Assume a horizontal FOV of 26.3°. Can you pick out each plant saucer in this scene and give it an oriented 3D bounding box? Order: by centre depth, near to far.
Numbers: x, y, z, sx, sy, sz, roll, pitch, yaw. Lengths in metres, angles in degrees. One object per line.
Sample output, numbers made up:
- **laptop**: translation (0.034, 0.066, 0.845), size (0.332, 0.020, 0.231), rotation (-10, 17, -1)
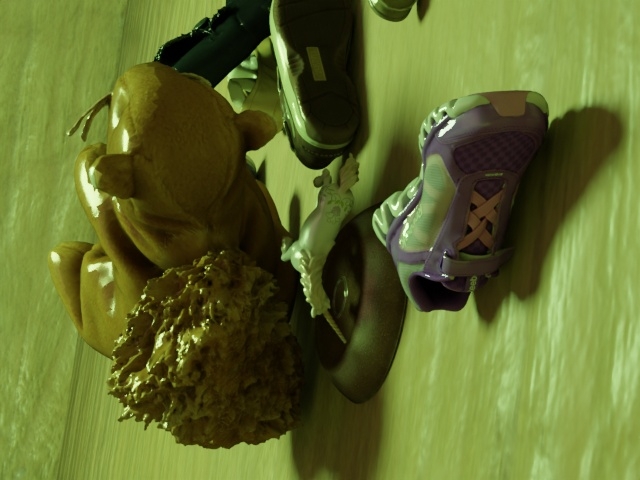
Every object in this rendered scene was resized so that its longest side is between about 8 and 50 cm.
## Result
- **plant saucer**: translation (0.033, 0.057, 1.323), size (0.198, 0.036, 0.199), rotation (-171, 90, -73)

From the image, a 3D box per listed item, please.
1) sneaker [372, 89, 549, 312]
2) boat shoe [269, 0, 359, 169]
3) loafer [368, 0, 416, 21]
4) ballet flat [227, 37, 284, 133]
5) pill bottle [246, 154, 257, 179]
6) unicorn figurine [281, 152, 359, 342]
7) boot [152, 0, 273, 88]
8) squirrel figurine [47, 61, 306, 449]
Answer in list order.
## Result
- **sneaker**: translation (0.111, -0.021, 1.022), size (0.236, 0.095, 0.105), rotation (116, 151, -57)
- **boat shoe**: translation (-0.015, -0.192, 1.531), size (0.095, 0.095, 0.257), rotation (111, 161, -53)
- **loafer**: translation (0.078, -0.286, 1.327), size (0.050, 0.056, 0.148), rotation (146, 131, -77)
- **ballet flat**: translation (-0.089, -0.217, 1.823), size (0.232, 0.073, 0.080), rotation (-109, 30, -60)
- **pill bottle**: translation (-0.131, -0.032, 1.826), size (0.094, 0.094, 0.169), rotation (120, 154, -51)
- **unicorn figurine**: translation (0.000, 0.000, 1.293), size (0.111, 0.060, 0.162), rotation (-123, 42, -73)
- **boot**: translation (-0.135, -0.281, 1.804), size (0.207, 0.094, 0.246), rotation (-39, 25, -2)
- **squirrel figurine**: translation (-0.123, 0.017, 1.422), size (0.370, 0.281, 0.397), rotation (102, 151, -57)
